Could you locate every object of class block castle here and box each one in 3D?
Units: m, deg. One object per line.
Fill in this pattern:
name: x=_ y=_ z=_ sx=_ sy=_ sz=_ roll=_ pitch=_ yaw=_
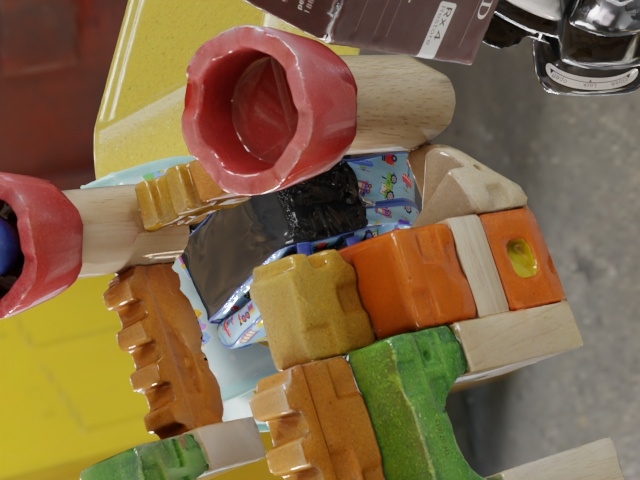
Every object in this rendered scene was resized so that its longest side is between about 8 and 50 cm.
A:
block castle: x=-0.026 y=0.138 z=1.032 sx=0.303 sy=0.213 sz=0.453 roll=-24 pitch=80 yaw=37

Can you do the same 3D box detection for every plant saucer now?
plant saucer: x=-0.097 y=-0.213 z=1.916 sx=0.333 sy=0.081 sz=0.332 roll=-24 pitch=43 yaw=37

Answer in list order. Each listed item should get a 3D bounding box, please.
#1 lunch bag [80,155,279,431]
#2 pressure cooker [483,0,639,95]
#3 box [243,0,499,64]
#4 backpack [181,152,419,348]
lunch bag: x=-0.079 y=0.046 z=1.627 sx=0.160 sy=0.262 sz=0.223 roll=-31 pitch=74 yaw=31
pressure cooker: x=0.220 y=-0.341 z=1.596 sx=0.370 sy=0.375 sz=0.420 roll=46 pitch=-171 yaw=-10
box: x=0.023 y=-0.231 z=1.318 sx=0.167 sy=0.203 sz=0.168 roll=29 pitch=105 yaw=29
backpack: x=0.000 y=0.000 z=1.489 sx=0.158 sy=0.173 sz=0.117 roll=-43 pitch=63 yaw=48
